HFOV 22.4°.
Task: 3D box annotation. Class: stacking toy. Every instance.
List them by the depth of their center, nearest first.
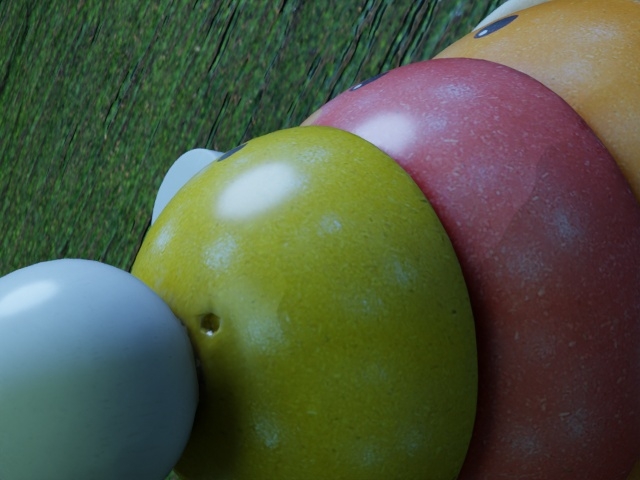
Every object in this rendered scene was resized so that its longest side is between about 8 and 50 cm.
[{"bbox_3d":[0.025,0.039,0.823,0.351,0.480,0.350,11,105,48],"label":"stacking toy"}]

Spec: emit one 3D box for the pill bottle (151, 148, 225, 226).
[{"bbox_3d":[0.000,0.000,1.119,0.124,0.221,0.124,-20,64,50],"label":"pill bottle"}]
